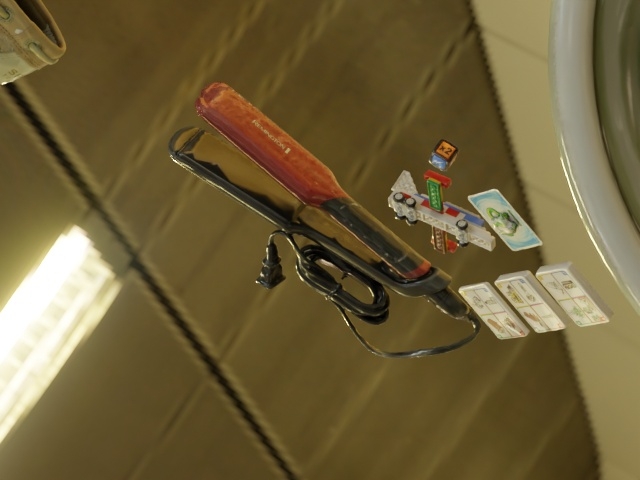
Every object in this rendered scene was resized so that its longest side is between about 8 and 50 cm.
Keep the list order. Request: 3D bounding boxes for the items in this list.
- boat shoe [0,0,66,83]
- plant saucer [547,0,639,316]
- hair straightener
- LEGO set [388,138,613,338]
[{"bbox_3d":[-0.270,-0.239,1.290,0.104,0.089,0.285,-80,-31,-62],"label":"boat shoe"},{"bbox_3d":[0.300,-0.081,1.019,0.400,0.400,0.100,-53,7,-14],"label":"plant saucer"},{"bbox_3d":[0.000,0.000,1.174,0.089,0.230,0.047,-50,7,37],"label":"hair straightener"},{"bbox_3d":[0.174,-0.007,1.903,0.060,0.244,0.182,-51,19,-28],"label":"LEGO set"}]
